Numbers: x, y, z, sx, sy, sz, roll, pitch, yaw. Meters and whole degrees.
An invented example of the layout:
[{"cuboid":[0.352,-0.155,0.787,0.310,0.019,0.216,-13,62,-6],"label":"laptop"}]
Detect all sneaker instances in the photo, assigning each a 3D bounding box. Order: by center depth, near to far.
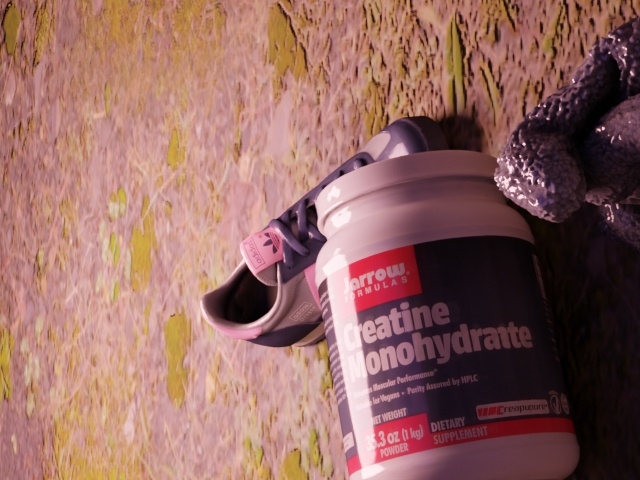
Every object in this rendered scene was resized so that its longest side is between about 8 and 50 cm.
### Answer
[{"cuboid":[0.000,0.000,1.298,0.319,0.131,0.112,-53,49,34],"label":"sneaker"}]

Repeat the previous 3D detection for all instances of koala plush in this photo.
[{"cuboid":[0.276,-0.037,0.919,0.203,0.196,0.221,-53,44,21],"label":"koala plush"}]

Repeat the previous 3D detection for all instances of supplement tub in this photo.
[{"cuboid":[0.099,0.081,1.119,0.191,0.191,0.272,-29,65,46],"label":"supplement tub"}]
